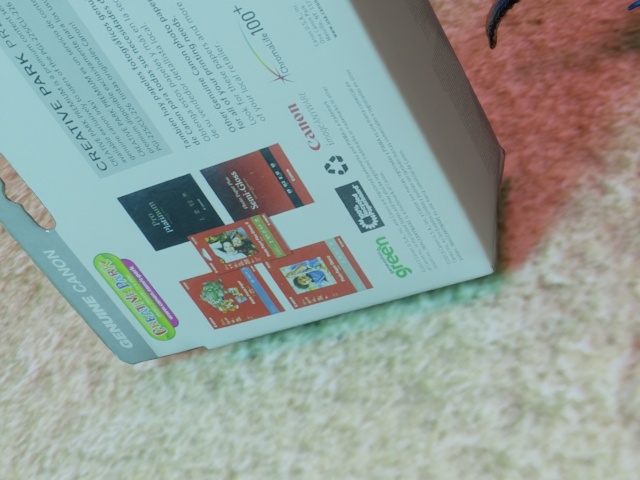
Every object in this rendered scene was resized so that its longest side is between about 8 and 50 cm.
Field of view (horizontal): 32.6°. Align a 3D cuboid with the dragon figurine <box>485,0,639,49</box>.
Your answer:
[{"bbox_3d":[0.233,-0.191,0.722,0.289,0.085,0.144,-38,67,24],"label":"dragon figurine"}]

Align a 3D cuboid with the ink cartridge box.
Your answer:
[{"bbox_3d":[-0.077,-0.095,0.646,0.271,0.309,0.130,-17,33,24],"label":"ink cartridge box"}]
